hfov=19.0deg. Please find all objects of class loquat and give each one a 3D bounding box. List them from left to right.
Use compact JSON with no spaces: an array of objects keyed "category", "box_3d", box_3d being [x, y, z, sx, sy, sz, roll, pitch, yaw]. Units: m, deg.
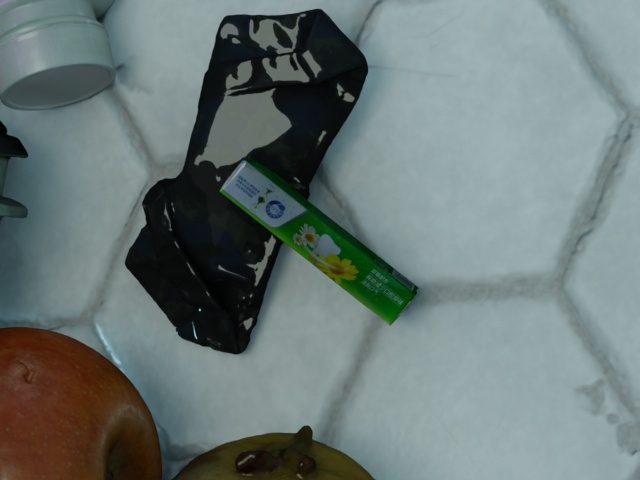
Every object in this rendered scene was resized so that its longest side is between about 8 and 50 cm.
[{"category":"loquat","box_3d":[-0.039,0.268,1.493,0.238,0.193,0.238,3,98,24]}]

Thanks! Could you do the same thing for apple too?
[{"category":"apple","box_3d":[-0.243,0.208,1.569,0.206,0.251,0.272,0,57,10]}]

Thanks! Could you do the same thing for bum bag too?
[{"category":"bum bag","box_3d":[-0.068,-0.056,1.606,0.137,0.074,0.310,27,102,14]}]

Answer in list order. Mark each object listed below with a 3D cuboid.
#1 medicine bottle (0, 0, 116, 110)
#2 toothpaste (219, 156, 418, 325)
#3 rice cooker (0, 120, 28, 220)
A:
[{"category":"medicine bottle","box_3d":[-0.268,-0.271,1.710,0.161,0.111,0.296,-20,77,23]},{"category":"toothpaste","box_3d":[0.000,0.000,1.548,0.178,0.043,0.037,38,102,0]},{"category":"rice cooker","box_3d":[-0.402,-0.031,1.664,0.316,0.264,0.317,0,88,18]}]
